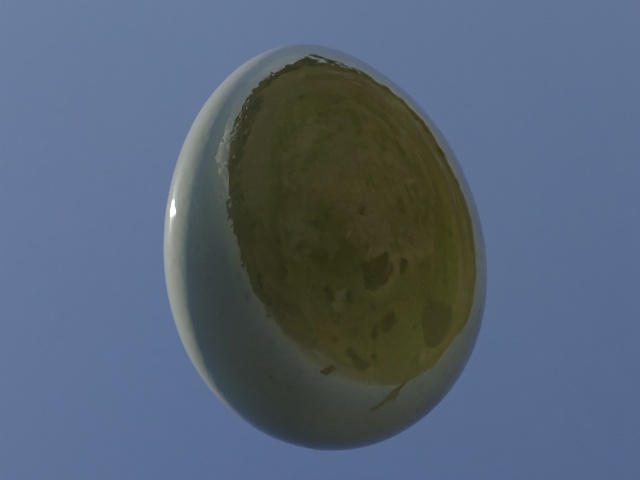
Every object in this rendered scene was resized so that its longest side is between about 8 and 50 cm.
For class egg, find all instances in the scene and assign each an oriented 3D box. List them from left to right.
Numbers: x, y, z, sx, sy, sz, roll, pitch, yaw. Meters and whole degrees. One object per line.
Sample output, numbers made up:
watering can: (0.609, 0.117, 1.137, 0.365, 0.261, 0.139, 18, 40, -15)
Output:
egg: (0.000, 0.000, 1.177, 0.189, 0.188, 0.253, 3, -119, -33)
